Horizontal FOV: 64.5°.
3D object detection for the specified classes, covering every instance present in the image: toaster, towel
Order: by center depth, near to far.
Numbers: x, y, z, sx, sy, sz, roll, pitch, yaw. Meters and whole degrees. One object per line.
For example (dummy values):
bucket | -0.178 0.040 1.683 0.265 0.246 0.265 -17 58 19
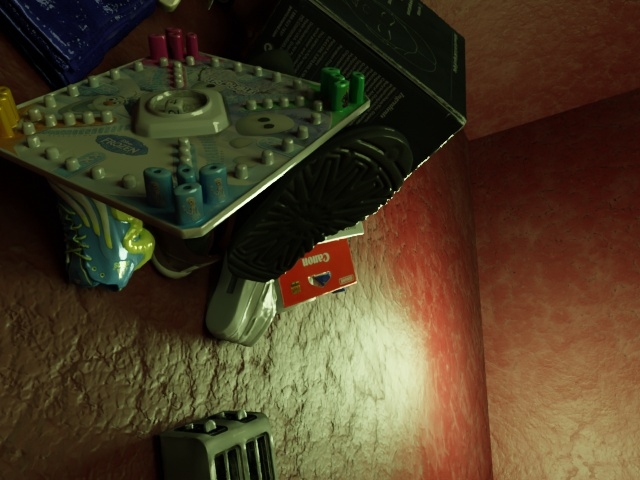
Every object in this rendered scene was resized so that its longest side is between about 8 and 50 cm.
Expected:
towel | -0.388 -0.405 0.791 0.228 0.076 0.308 56 34 -34
toaster | -0.161 0.374 0.808 0.168 0.110 0.186 8 71 -59

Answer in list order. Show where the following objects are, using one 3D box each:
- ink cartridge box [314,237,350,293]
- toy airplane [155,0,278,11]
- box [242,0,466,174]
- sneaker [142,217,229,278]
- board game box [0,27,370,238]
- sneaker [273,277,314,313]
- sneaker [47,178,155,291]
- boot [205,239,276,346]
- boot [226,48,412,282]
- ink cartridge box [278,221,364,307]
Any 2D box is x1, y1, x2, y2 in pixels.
ink cartridge box | 0.036 0.031 1.387 0.097 0.046 0.207 45 41 -41
toy airplane | -0.215 -0.673 1.013 0.384 0.272 0.386 -31 117 -43
box | 0.101 -0.458 1.285 0.471 0.297 0.480 32 42 -14
sneaker | -0.234 -0.080 0.827 0.281 0.162 0.106 66 30 -17
board game box | -0.187 -0.184 0.675 0.390 0.390 0.050 -46 148 -42
sneaker | -0.052 0.053 1.170 0.292 0.108 0.169 -40 114 -49
sneaker | -0.309 -0.009 0.694 0.240 0.091 0.126 69 31 -54
boot | -0.129 0.078 0.994 0.123 0.095 0.258 44 64 -55
boot | -0.044 -0.197 0.911 0.146 0.367 0.445 33 34 -37
ink cartridge box | 0.000 0.000 1.117 0.275 0.060 0.239 -13 89 -51
